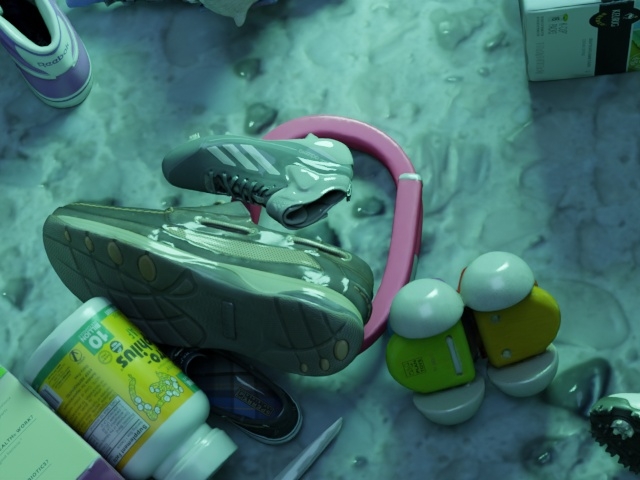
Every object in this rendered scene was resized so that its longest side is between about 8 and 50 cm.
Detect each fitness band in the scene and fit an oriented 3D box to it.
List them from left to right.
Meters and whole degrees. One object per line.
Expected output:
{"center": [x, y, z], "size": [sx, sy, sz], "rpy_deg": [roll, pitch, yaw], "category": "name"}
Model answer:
{"center": [0.000, 0.000, 1.927], "size": [0.209, 0.054, 0.291], "rpy_deg": [6, 68, 11], "category": "fitness band"}

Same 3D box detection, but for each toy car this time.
{"center": [0.147, 0.085, 1.837], "size": [0.182, 0.159, 0.136], "rpy_deg": [-21, 31, -3], "category": "toy car"}

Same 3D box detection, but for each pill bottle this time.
{"center": [-0.186, 0.165, 1.809], "size": [0.208, 0.117, 0.117], "rpy_deg": [44, 79, 5], "category": "pill bottle"}

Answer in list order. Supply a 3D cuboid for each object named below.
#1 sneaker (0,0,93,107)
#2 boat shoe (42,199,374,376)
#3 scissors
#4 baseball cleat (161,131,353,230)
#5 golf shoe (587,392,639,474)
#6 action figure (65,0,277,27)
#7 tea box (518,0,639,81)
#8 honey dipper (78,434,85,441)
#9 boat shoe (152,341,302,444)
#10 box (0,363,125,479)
{"center": [-0.360, -0.289, 2.038], "size": [0.102, 0.161, 0.282], "rpy_deg": [-41, 67, -8], "category": "sneaker"}
{"center": [-0.110, 0.033, 1.853], "size": [0.355, 0.132, 0.130], "rpy_deg": [19, 43, 13], "category": "boat shoe"}
{"center": [-0.089, 0.288, 1.838], "size": [0.109, 0.021, 0.297], "rpy_deg": [24, 75, 19], "category": "scissors"}
{"center": [-0.069, -0.062, 1.893], "size": [0.206, 0.072, 0.109], "rpy_deg": [-5, 49, 9], "category": "baseball cleat"}
{"center": [0.402, 0.186, 1.785], "size": [0.273, 0.105, 0.120], "rpy_deg": [12, 52, 8], "category": "golf shoe"}
{"center": [-0.141, -0.379, 2.039], "size": [0.341, 0.178, 0.330], "rpy_deg": [-12, 57, 1], "category": "action figure"}
{"center": [0.358, -0.371, 1.922], "size": [0.323, 0.220, 0.329], "rpy_deg": [-6, 74, 6], "category": "tea box"}
{"center": [-0.256, 0.214, 1.891], "size": [0.030, 0.030, 0.161], "rpy_deg": [33, 72, 19], "category": "honey dipper"}
{"center": [-0.124, 0.139, 1.875], "size": [0.228, 0.076, 0.080], "rpy_deg": [30, 75, 18], "category": "boat shoe"}
{"center": [-0.327, 0.260, 1.788], "size": [0.213, 0.117, 0.243], "rpy_deg": [-46, 47, -11], "category": "box"}
